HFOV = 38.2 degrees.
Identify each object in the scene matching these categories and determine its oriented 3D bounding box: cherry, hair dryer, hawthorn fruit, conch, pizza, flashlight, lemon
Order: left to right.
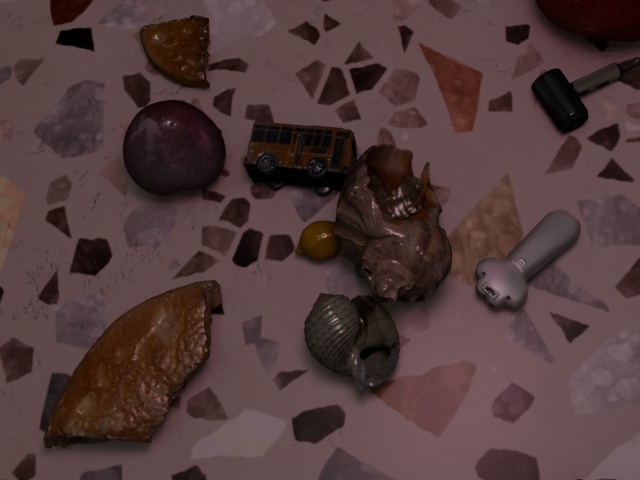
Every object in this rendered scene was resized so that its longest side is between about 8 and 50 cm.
[{"bbox_3d":[-0.281,0.204,1.450,0.182,0.074,0.365,36,77,19],"label":"pizza"},{"bbox_3d":[-0.247,-0.155,1.531,0.176,0.176,0.140,-9,43,3],"label":"cherry"},{"bbox_3d":[-0.247,-0.350,1.667,0.178,0.041,0.131,27,78,16],"label":"pizza"},{"bbox_3d":[0.000,0.000,1.497,0.092,0.065,0.065,-22,68,14],"label":"lemon"},{"bbox_3d":[0.045,0.146,1.417,0.135,0.102,0.153,-29,102,-16],"label":"conch"},{"bbox_3d":[0.102,-0.017,1.440,0.210,0.159,0.291,34,33,-16],"label":"conch"},{"bbox_3d":[0.328,0.027,1.457,0.200,0.047,0.093,-41,71,-11],"label":"flashlight"},{"bbox_3d":[0.460,-0.262,1.548,0.197,0.057,0.100,-27,71,-9],"label":"hair dryer"},{"bbox_3d":[0.483,-0.448,1.509,0.284,0.284,0.284,-2,70,6],"label":"hawthorn fruit"}]

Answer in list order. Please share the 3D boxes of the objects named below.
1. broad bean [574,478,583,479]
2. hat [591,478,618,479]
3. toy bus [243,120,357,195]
[{"bbox_3d":[0.458,0.383,1.310,0.195,0.046,0.061,7,73,11],"label":"broad bean"},{"bbox_3d":[0.385,0.443,1.260,0.251,0.110,0.252,-1,85,6],"label":"hat"},{"bbox_3d":[-0.025,-0.139,1.537,0.182,0.091,0.103,6,71,11],"label":"toy bus"}]
